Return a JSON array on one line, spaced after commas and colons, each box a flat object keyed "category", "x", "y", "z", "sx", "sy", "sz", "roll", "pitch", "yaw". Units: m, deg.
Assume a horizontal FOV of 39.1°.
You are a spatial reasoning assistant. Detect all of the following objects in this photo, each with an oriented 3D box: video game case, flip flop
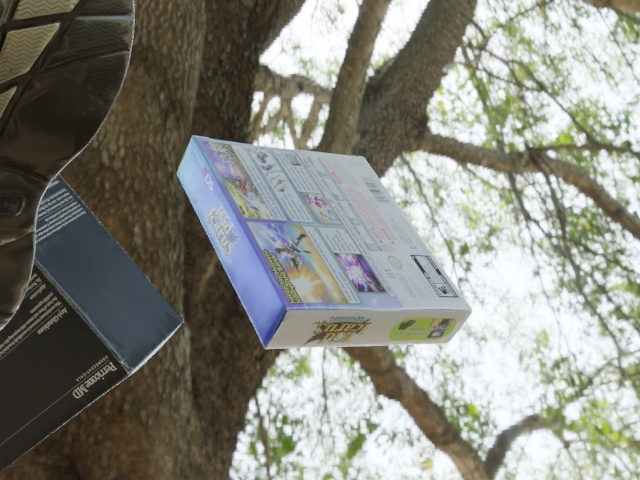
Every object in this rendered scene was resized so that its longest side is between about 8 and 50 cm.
[{"category": "video game case", "x": 0.000, "y": 0.000, "z": 0.985, "sx": 0.244, "sy": 0.269, "sz": 0.061, "roll": 4, "pitch": -50, "yaw": -37}, {"category": "flip flop", "x": -0.194, "y": -0.055, "z": 0.515, "sx": 0.112, "sy": 0.080, "sz": 0.277, "roll": 2, "pitch": -54, "yaw": -41}]

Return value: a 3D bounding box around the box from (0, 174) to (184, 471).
[{"category": "box", "x": -0.281, "y": 0.087, "z": 0.812, "sx": 0.261, "sy": 0.103, "sz": 0.184, "roll": -36, "pitch": -86, "yaw": 30}]
